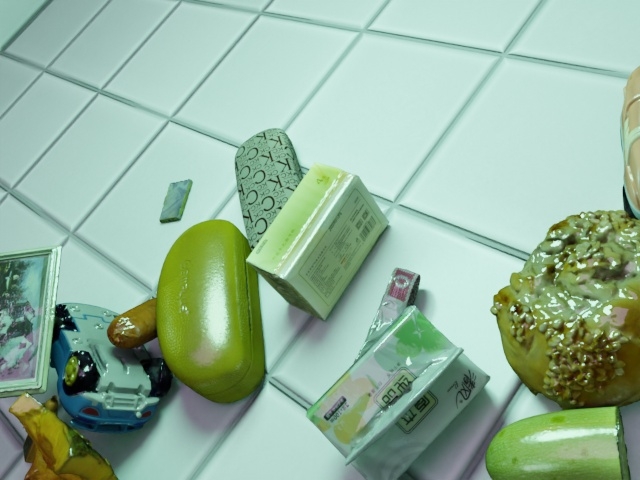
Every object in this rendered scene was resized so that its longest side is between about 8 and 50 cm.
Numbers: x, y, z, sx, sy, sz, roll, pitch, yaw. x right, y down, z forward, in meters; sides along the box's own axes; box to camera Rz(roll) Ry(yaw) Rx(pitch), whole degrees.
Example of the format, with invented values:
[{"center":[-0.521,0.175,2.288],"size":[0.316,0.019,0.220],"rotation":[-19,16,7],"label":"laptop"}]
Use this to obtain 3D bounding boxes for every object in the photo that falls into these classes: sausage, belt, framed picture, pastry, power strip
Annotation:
[{"center":[-0.337,0.157,1.315],"size":[0.076,0.197,0.076],"rotation":[1,97,12],"label":"sausage"},{"center":[0.107,0.149,1.134],"size":[0.053,0.071,0.232],"rotation":[15,67,19],"label":"belt"},{"center":[-0.608,0.151,1.289],"size":[0.232,0.019,0.296],"rotation":[-8,64,6],"label":"framed picture"},{"center":[0.387,0.083,0.953],"size":[0.311,0.162,0.255],"rotation":[-45,49,-4],"label":"pastry"},{"center":[-0.540,0.364,1.336],"size":[0.178,0.028,0.049],"rotation":[-60,40,26],"label":"power strip"}]

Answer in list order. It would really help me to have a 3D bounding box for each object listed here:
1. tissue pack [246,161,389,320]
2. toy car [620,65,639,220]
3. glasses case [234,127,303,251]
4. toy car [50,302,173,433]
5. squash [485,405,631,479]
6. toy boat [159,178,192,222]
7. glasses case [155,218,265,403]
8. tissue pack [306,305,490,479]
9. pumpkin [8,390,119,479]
[{"center":[0.000,0.000,1.248],"size":[0.125,0.159,0.234],"rotation":[21,70,40],"label":"tissue pack"},{"center":[0.529,-0.160,1.008],"size":[0.181,0.212,0.270],"rotation":[-5,55,29],"label":"toy car"},{"center":[-0.101,-0.100,1.434],"size":[0.137,0.085,0.354],"rotation":[-27,47,13],"label":"glasses case"},{"center":[-0.430,0.242,1.328],"size":[0.314,0.198,0.166],"rotation":[41,108,45],"label":"toy car"},{"center":[0.302,0.279,0.892],"size":[0.187,0.123,0.123],"rotation":[-13,51,30],"label":"squash"},{"center":[-0.340,-0.094,1.624],"size":[0.063,0.016,0.115],"rotation":[-7,55,26],"label":"toy boat"},{"center":[-0.215,0.122,1.302],"size":[0.173,0.141,0.371],"rotation":[-23,48,16],"label":"glasses case"},{"center":[0.109,0.225,0.993],"size":[0.229,0.145,0.159],"rotation":[-45,80,-7],"label":"tissue pack"},{"center":[-0.449,0.377,1.193],"size":[0.290,0.258,0.095],"rotation":[16,45,36],"label":"pumpkin"}]
